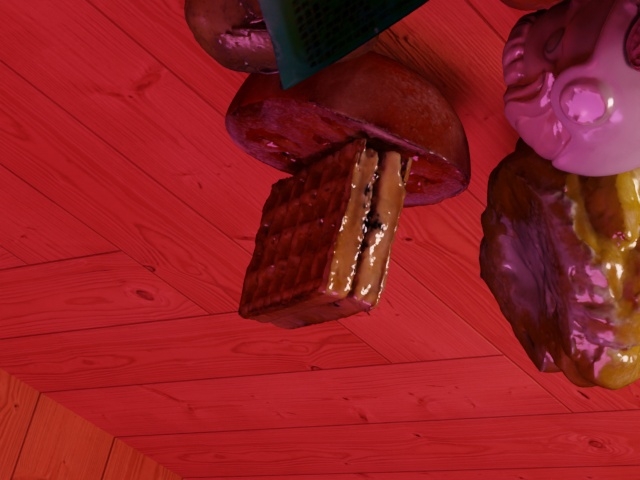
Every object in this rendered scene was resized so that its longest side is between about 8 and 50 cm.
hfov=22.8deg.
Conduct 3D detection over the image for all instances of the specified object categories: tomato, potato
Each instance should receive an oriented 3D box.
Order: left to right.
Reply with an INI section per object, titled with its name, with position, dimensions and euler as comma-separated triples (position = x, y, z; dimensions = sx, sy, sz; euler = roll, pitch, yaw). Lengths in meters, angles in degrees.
[potato]
position = -0.046, -0.272, 1.920
dimensions = 0.248, 0.144, 0.169
euler = 3, -168, 14
[tomato]
position = 0.043, -0.167, 2.094
dimensions = 0.338, 0.144, 0.338
euler = 16, 163, 5

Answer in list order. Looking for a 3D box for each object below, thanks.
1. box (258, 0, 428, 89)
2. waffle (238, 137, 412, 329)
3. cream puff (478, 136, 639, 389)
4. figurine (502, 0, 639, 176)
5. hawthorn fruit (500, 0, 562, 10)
[box]
position = 0.017, -0.345, 1.712
dimensions = 0.106, 0.264, 0.337
euler = 50, 168, 29
[waffle]
position = 0.001, 0.000, 2.061
dimensions = 0.091, 0.213, 0.308
euler = 20, 164, -20
[cream puff]
position = 0.376, 0.004, 2.082
dimensions = 0.275, 0.378, 0.378
euler = -13, 158, -14
[figurine]
position = 0.348, -0.191, 1.727
dimensions = 0.361, 0.253, 0.211
euler = -20, 101, 54
[hawthorn fruit]
position = 0.250, -0.331, 1.682
dimensions = 0.189, 0.149, 0.149
euler = -30, 134, 24
